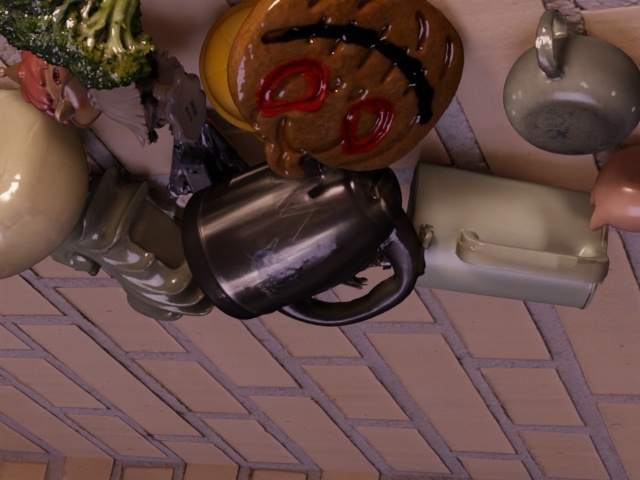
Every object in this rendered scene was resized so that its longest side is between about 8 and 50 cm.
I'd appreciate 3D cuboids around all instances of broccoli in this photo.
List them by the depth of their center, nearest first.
[{"bbox_3d":[-0.307,-0.350,1.630,0.283,0.304,0.321,-35,139,14],"label":"broccoli"}]

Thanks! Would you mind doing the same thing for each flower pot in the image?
[{"bbox_3d":[-0.344,0.017,2.408,0.254,0.164,0.367,-12,137,46],"label":"flower pot"}]

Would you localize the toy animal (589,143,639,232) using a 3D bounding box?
[{"bbox_3d":[0.540,-0.060,1.966,0.250,0.166,0.154,17,136,-5],"label":"toy animal"}]

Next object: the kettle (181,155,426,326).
[{"bbox_3d":[0.000,0.000,2.007,0.324,0.228,0.321,-24,112,31],"label":"kettle"}]

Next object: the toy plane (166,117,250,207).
[{"bbox_3d":[-0.198,-0.146,2.123,0.204,0.103,0.316,3,152,16],"label":"toy plane"}]

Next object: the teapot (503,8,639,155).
[{"bbox_3d":[0.350,-0.207,1.782,0.193,0.129,0.294,-3,148,26],"label":"teapot"}]

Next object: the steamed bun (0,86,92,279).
[{"bbox_3d":[-0.544,-0.075,2.174,0.334,0.312,0.233,-1,153,29],"label":"steamed bun"}]

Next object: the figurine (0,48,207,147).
[{"bbox_3d":[-0.349,-0.234,1.917,0.387,0.166,0.207,15,147,25],"label":"figurine"}]

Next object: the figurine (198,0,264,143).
[{"bbox_3d":[-0.069,-0.225,1.858,0.192,0.167,0.257,-9,152,9],"label":"figurine"}]

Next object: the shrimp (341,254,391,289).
[{"bbox_3d":[0.017,0.025,2.298,0.372,0.172,0.137,21,-172,11],"label":"shrimp"}]

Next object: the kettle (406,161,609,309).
[{"bbox_3d":[0.295,-0.012,2.079,0.318,0.205,0.265,11,161,1],"label":"kettle"}]

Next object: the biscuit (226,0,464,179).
[{"bbox_3d":[0.030,-0.210,1.752,0.367,0.063,0.314,21,113,-43],"label":"biscuit"}]
